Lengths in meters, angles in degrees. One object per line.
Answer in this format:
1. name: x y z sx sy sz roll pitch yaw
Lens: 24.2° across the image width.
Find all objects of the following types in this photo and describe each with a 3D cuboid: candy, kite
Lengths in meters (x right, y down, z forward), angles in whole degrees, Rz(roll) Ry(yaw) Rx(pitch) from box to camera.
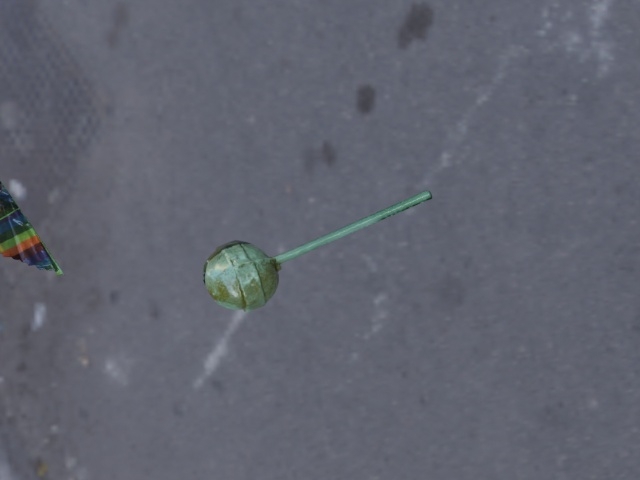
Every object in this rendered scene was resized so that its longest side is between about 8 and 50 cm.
1. candy: 0.000 0.000 1.213 0.061 0.202 0.061 60 166 25
2. kite: -0.190 -0.013 0.767 0.004 0.122 0.090 137 138 -56
